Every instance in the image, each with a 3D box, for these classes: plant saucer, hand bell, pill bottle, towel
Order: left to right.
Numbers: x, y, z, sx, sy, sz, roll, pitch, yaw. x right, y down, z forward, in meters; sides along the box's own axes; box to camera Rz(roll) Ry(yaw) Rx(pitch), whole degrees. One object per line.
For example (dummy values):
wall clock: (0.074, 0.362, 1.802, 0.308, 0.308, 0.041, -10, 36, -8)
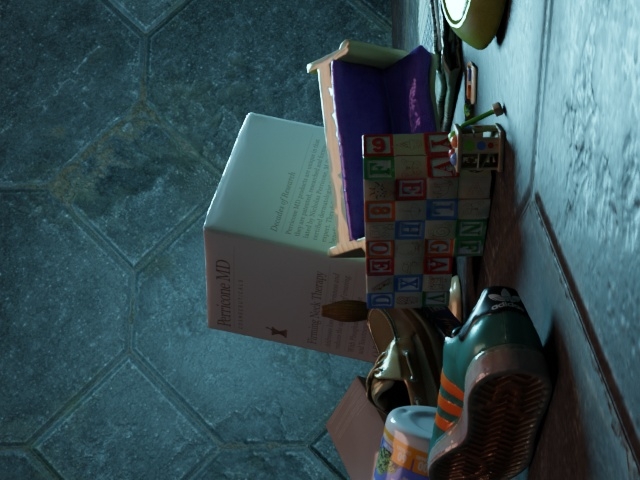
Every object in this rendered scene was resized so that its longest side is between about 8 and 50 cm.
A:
hand bell: (0.122, 0.126, 1.777, 0.126, 0.242, 0.126, -1, -90, -89)
pill bottle: (0.136, 0.375, 1.365, 0.152, 0.152, 0.272, -82, 3, -81)
towel: (0.213, -0.370, 1.879, 0.324, 0.056, 0.312, 88, -178, -69)
plant saucer: (0.189, -0.365, 1.288, 0.241, 0.037, 0.240, 178, 90, -82)

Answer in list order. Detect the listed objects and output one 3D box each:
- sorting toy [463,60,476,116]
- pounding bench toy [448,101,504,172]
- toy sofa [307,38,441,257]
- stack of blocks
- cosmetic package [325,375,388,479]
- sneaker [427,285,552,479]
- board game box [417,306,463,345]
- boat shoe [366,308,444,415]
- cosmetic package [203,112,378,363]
sorting toy: (0.226, -0.226, 1.532, 0.062, 0.012, 0.083, -87, -3, -72)
pounding bench toy: (0.195, -0.132, 1.268, 0.052, 0.065, 0.083, -86, -4, -71)
toy sofa: (0.102, -0.153, 1.710, 0.177, 0.150, 0.362, -16, 77, 49)
stack of blocks: (0.149, -0.022, 1.465, 0.297, 0.171, 0.087, 86, -177, -51)
cosmetic package: (0.107, 0.359, 1.760, 0.127, 0.107, 0.238, -58, 32, 18)
sneaker: (0.179, 0.166, 1.090, 0.302, 0.108, 0.121, 101, 173, -52)
board game box: (0.181, 0.219, 1.661, 0.165, 0.042, 0.243, -126, 34, -51)
boat shoe: (0.133, 0.214, 1.548, 0.324, 0.120, 0.122, -120, 30, -47)
cosmetic package: (0.000, 0.000, 2.016, 0.329, 0.394, 0.327, 96, -173, -51)
